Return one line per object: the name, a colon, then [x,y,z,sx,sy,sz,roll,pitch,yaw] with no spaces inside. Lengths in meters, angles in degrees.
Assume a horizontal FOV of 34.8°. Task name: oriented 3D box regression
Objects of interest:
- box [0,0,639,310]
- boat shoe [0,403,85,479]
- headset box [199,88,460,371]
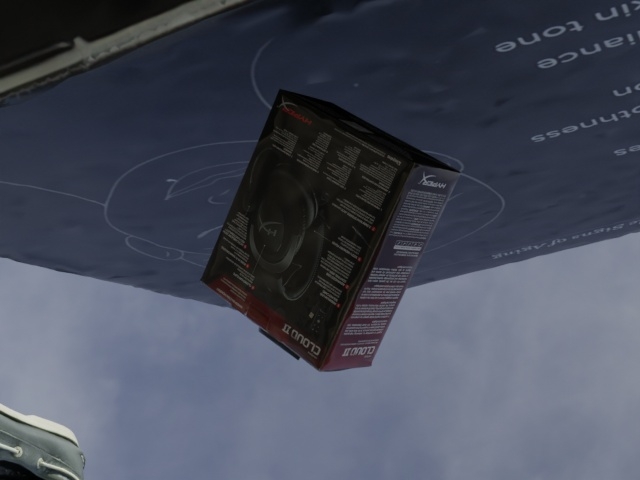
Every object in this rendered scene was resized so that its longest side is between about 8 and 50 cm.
box: [0.053,-0.163,0.558,0.480,0.472,0.297,-15,-108,22]
boat shoe: [-0.365,0.230,1.057,0.116,0.319,0.099,-42,-127,14]
headset box: [0.000,0.000,0.346,0.062,0.032,0.083,32,-73,34]
